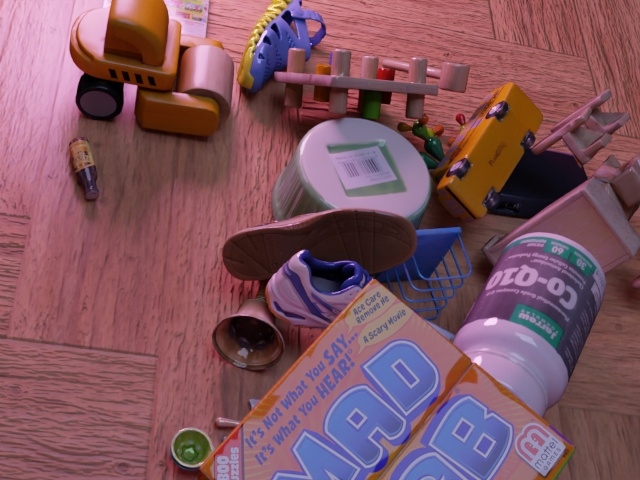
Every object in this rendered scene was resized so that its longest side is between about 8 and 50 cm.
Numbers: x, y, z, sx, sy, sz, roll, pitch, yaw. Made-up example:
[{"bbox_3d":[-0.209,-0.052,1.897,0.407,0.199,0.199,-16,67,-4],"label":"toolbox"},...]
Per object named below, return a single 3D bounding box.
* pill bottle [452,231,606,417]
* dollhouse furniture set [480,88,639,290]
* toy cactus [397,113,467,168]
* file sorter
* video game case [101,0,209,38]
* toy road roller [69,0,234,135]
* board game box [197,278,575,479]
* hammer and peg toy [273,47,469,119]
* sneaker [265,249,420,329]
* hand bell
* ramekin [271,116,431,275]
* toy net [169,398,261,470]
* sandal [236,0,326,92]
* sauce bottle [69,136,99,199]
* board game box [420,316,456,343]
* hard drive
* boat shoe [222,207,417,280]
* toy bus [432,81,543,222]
[{"bbox_3d":[0.347,0.168,1.749,0.204,0.204,0.361,31,49,5],"label":"pill bottle"},{"bbox_3d":[0.538,-0.046,2.051,0.362,0.256,0.394,53,39,0],"label":"dollhouse furniture set"},{"bbox_3d":[0.259,-0.188,2.149,0.219,0.112,0.180,-17,71,-39],"label":"toy cactus"},{"bbox_3d":[0.191,0.066,1.879,0.118,0.170,0.104,-4,59,-22],"label":"file sorter"},{"bbox_3d":[-0.358,-0.500,2.209,0.227,0.026,0.206,9,52,-12],"label":"video game case"},{"bbox_3d":[-0.321,-0.364,1.979,0.329,0.240,0.202,9,52,-12],"label":"toy road roller"},{"bbox_3d":[0.068,0.348,1.449,0.356,0.356,0.356,40,66,9],"label":"board game box"},{"bbox_3d":[0.112,-0.319,2.101,0.361,0.127,0.266,-1,10,-31],"label":"hammer and peg toy"},{"bbox_3d":[0.060,0.105,1.728,0.296,0.131,0.112,16,43,-23],"label":"sneaker"},{"bbox_3d":[-0.105,0.102,1.812,0.126,0.126,0.242,19,38,-4],"label":"hand bell"},{"bbox_3d":[0.067,-0.095,1.970,0.303,0.148,0.303,9,52,-12],"label":"ramekin"},{"bbox_3d":[-0.130,0.327,1.652,0.232,0.045,0.122,-27,66,-33],"label":"toy net"},{"bbox_3d":[-0.079,-0.427,2.191,0.138,0.126,0.317,28,52,-3],"label":"sandal"},{"bbox_3d":[-0.438,-0.135,1.895,0.042,0.042,0.128,-9,56,-24],"label":"sauce bottle"},{"bbox_3d":[0.144,0.275,1.771,0.318,0.066,0.319,28,50,4],"label":"board game box"},{"bbox_3d":[0.467,-0.128,2.193,0.254,0.054,0.172,3,54,-17],"label":"hard drive"},{"bbox_3d":[0.000,0.000,1.812,0.342,0.123,0.123,-9,13,5],"label":"boat shoe"},{"bbox_3d":[0.334,-0.178,2.070,0.108,0.130,0.333,45,59,-16],"label":"toy bus"}]
